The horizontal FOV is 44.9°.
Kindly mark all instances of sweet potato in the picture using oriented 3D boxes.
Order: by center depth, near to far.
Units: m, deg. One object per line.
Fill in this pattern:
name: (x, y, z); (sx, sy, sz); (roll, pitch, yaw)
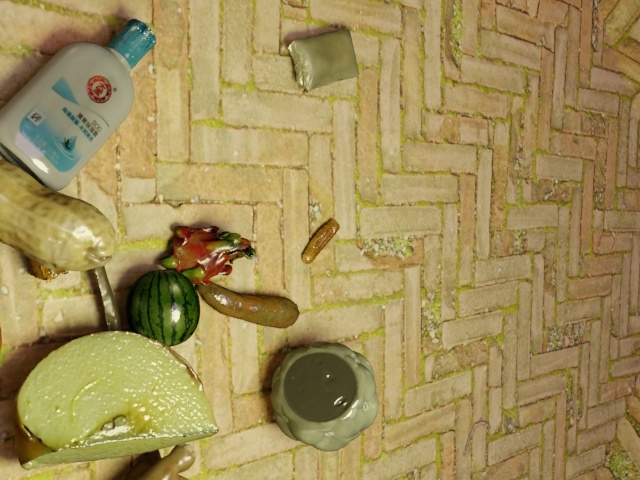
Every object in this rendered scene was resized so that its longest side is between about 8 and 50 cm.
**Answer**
sweet potato: (-0.150, 0.142, 1.652); (0.273, 0.075, 0.075); (17, 83, -41)

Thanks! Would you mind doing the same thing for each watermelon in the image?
watermelon: (-0.292, 0.147, 1.455); (0.141, 0.141, 0.187); (-12, 102, -44)

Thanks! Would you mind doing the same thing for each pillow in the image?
pillow: (0.011, -0.408, 1.745); (0.208, 0.053, 0.119); (-29, 117, -43)

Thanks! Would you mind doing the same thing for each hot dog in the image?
hot dog: (0.001, 0.000, 1.809); (0.137, 0.028, 0.044); (-48, 119, -28)

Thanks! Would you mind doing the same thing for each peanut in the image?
peanut: (-0.464, -0.040, 1.229); (0.290, 0.130, 0.130); (29, 73, -14)

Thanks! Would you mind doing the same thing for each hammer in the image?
hammer: (-0.389, 0.113, 1.412); (0.125, 0.027, 0.297); (-52, 138, -60)

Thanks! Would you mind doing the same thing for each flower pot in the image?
flower pot: (0.010, 0.344, 1.718); (0.195, 0.246, 0.246); (74, 40, -66)

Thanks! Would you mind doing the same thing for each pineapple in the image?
pineapple: (-0.480, 0.014, 1.313); (0.114, 0.077, 0.114); (57, 22, -21)

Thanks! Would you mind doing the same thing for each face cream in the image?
face cream: (-0.404, -0.250, 1.329); (0.336, 0.080, 0.163); (-55, 129, -24)

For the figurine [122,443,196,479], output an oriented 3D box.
figurine: (-0.329, 0.523, 1.441); (0.247, 0.177, 0.173); (-40, 104, -43)

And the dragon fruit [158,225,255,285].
dragon fruit: (-0.220, 0.018, 1.541); (0.142, 0.175, 0.138); (-85, 160, -52)

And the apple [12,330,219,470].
apple: (-0.364, 0.298, 1.365); (0.346, 0.179, 0.253); (1, 117, -32)

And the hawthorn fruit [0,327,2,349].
hawthorn fruit: (-0.567, 0.139, 1.157); (0.189, 0.189, 0.189); (-8, 101, -44)
